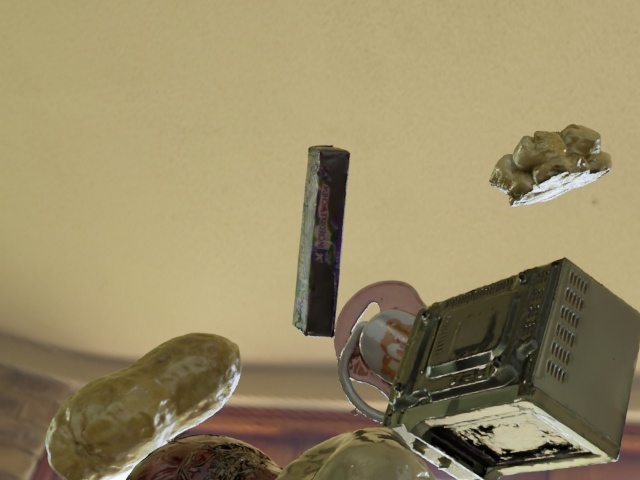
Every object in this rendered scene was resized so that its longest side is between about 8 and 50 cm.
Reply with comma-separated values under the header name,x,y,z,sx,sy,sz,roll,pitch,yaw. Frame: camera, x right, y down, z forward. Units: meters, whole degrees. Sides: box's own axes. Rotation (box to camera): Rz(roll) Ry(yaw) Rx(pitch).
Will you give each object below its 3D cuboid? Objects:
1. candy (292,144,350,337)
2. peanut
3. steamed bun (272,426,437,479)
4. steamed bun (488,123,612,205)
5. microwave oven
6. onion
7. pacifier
name,x,y,z,sx,sy,sz,roll,pitch,yaw
candy,0.000,0.000,1.696,0.061,0.313,0.088,2,6,-19
peanut,-0.311,0.288,1.849,0.170,0.387,0.192,55,-15,9
steamed bun,0.051,0.365,1.015,0.342,0.255,0.368,57,-5,15
steamed bun,0.371,-0.128,1.725,0.177,0.106,0.192,-10,-15,-38
microwave oven,0.292,0.208,1.656,0.218,0.286,0.355,34,-31,-21
onion,-0.112,0.356,1.282,0.280,0.221,0.281,9,-68,23
pacifier,0.183,0.231,2.163,0.332,0.273,0.220,34,-52,21
